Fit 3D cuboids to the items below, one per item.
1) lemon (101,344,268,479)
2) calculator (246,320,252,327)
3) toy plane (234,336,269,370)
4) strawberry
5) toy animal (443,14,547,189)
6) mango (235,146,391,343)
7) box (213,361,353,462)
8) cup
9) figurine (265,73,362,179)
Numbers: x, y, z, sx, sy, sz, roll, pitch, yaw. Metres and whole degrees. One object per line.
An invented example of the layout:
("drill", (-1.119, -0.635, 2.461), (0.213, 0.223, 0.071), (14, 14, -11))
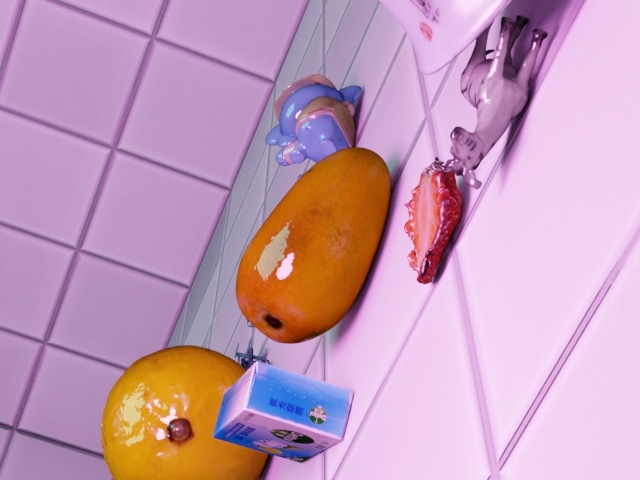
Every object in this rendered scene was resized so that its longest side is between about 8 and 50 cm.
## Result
("lemon", (-0.217, 0.311, 2.038), (0.297, 0.297, 0.297), (-160, 90, -80))
("calculator", (-0.134, 0.137, 2.660), (0.141, 0.019, 0.094), (128, 159, -65))
("toy plane", (-0.129, 0.252, 2.330), (0.235, 0.060, 0.096), (-95, 12, -57))
("strawberry", (0.136, -0.023, 1.473), (0.104, 0.048, 0.152), (-179, 94, -72))
("toy animal", (0.186, -0.165, 1.392), (0.217, 0.073, 0.176), (-85, 18, -70))
("mango", (0.000, 0.000, 1.812), (0.317, 0.173, 0.211), (-60, 2, -10))
("box", (-0.054, 0.237, 1.708), (0.194, 0.139, 0.073), (131, 156, -64))
("cup", (0.162, -0.371, 1.402), (0.347, 0.163, 0.347), (-51, 9, 11))
("figurine", (-0.016, -0.206, 2.314), (0.180, 0.154, 0.262), (-51, 15, 30))
